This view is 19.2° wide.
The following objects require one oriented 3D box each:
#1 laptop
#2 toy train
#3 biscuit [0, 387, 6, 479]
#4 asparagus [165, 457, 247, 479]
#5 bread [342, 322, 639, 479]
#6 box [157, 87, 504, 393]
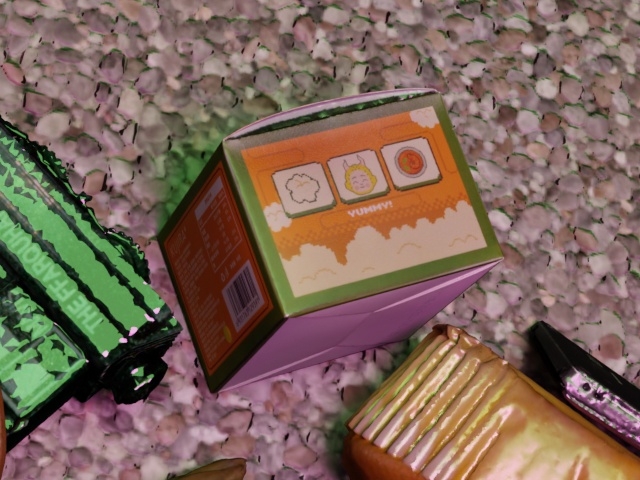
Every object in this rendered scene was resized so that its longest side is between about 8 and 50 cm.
[{"bbox_3d":[0.232,0.124,1.429,0.154,0.207,0.026,33,97,-4],"label":"laptop"},{"bbox_3d":[-0.254,0.008,1.332,0.330,0.138,0.178,47,67,3],"label":"toy train"},{"bbox_3d":[-0.332,0.128,1.248,0.262,0.037,0.262,0,90,7],"label":"biscuit"},{"bbox_3d":[-0.157,0.236,1.310,0.287,0.080,0.080,-36,84,-29],"label":"asparagus"},{"bbox_3d":[0.149,0.199,1.377,0.288,0.204,0.156,39,82,2],"label":"bread"},{"bbox_3d":[0.000,0.000,1.388,0.177,0.195,0.148,-15,75,-23],"label":"box"}]
